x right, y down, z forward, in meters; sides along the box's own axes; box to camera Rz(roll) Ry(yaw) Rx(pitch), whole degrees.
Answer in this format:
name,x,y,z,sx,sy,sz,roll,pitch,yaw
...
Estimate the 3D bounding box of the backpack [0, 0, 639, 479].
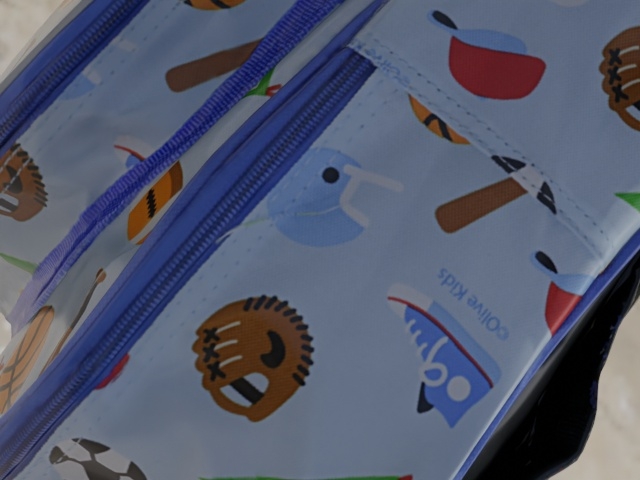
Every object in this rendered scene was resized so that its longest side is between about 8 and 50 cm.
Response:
name,x,y,z,sx,sy,sz,roll,pitch,yaw
backpack,0.000,0.000,0.559,0.213,0.276,0.263,33,65,-1
